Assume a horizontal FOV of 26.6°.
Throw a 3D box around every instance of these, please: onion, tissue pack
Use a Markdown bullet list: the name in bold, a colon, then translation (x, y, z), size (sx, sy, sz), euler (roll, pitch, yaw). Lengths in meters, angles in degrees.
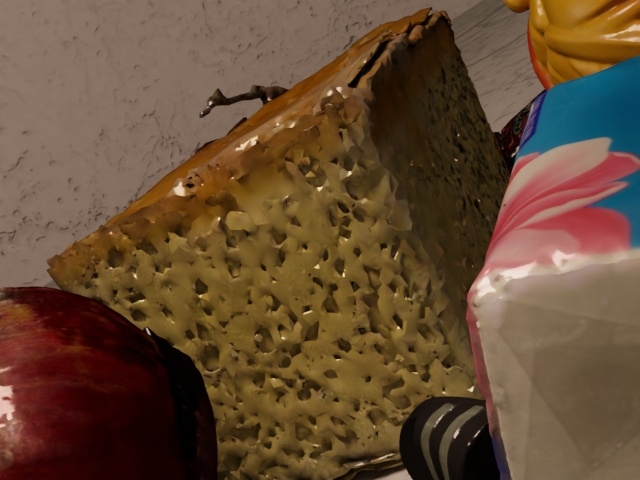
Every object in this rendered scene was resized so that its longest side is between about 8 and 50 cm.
- **onion**: translation (-0.144, 0.146, 0.739), size (0.190, 0.246, 0.246), euler (9, 2, -14)
- **tissue pack**: translation (0.182, 0.004, 0.572), size (0.209, 0.137, 0.270), euler (-1, 19, 14)

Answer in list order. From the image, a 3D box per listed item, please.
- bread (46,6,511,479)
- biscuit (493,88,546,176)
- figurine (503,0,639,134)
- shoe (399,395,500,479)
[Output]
- **bread**: translation (0.000, 0.000, 0.929), size (0.279, 0.248, 0.315), euler (-27, 8, 13)
- **biscuit**: translation (0.253, -0.128, 1.271), size (0.235, 0.063, 0.151), euler (-32, 7, 8)
- **figurine**: translation (0.305, -0.199, 1.102), size (0.323, 0.196, 0.320), euler (-22, 50, -4)
- **shoe**: translation (0.088, 0.115, 0.642), size (0.049, 0.071, 0.179), euler (-43, 20, -32)
